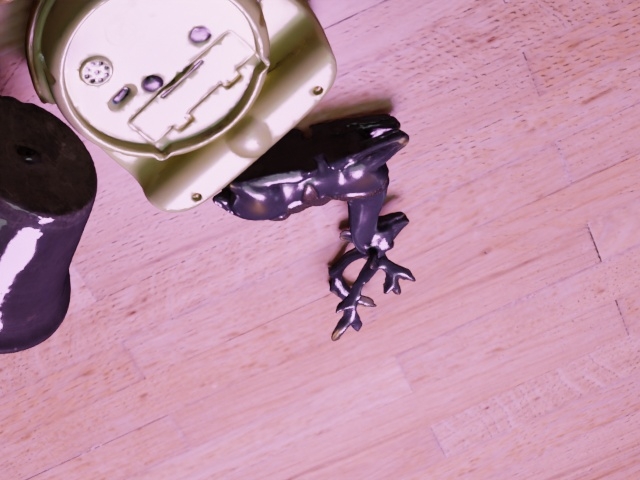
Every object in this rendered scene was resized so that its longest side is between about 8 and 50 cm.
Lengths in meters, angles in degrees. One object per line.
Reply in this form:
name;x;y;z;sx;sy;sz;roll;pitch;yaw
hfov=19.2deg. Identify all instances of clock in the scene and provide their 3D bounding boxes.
clock;-0.156;-0.180;1.714;0.235;0.096;0.308;-40;127;16

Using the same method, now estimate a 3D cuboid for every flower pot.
flower pot;-0.293;-0.033;1.681;0.235;0.235;0.148;20;130;-29

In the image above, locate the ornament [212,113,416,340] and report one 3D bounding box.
ornament;0.000;0.000;1.916;0.202;0.080;0.236;-16;130;-10
